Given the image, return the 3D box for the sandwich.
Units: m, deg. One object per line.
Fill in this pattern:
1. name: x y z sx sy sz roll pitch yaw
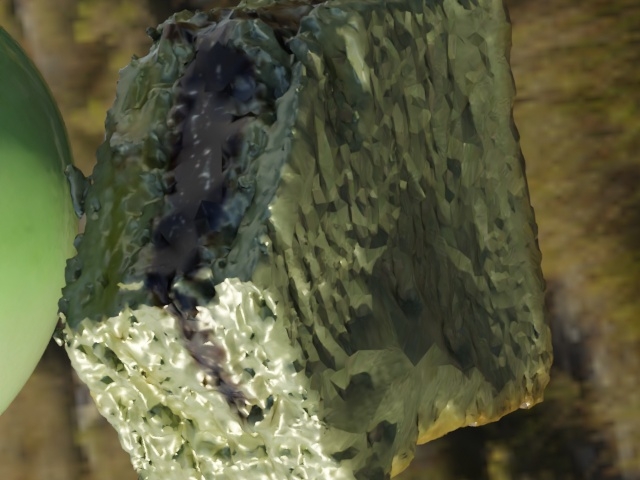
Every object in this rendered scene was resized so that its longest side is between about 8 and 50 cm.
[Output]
1. sandwich: 0.000 0.001 1.039 0.325 0.131 0.262 -24 -71 -57

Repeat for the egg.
1. egg: -0.233 -0.003 1.007 0.220 0.220 0.270 -116 29 -62
